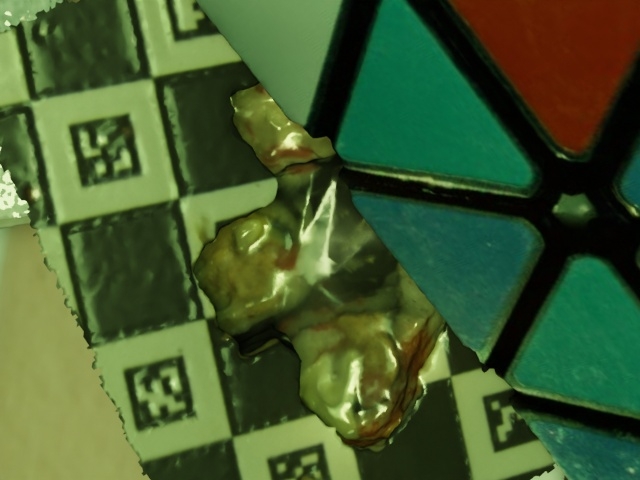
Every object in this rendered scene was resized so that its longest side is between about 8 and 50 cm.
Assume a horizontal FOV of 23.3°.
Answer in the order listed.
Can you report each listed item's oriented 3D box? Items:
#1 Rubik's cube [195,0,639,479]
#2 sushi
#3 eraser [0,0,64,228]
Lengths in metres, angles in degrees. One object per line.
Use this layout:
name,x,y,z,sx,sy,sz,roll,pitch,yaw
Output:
Rubik's cube,0.155,-0.087,0.495,0.284,0.250,0.234,49,53,-8
sushi,0.000,0.000,0.534,0.193,0.040,0.210,-23,96,-19
eraser,-0.135,-0.106,0.517,0.092,0.046,0.212,-10,92,-9
